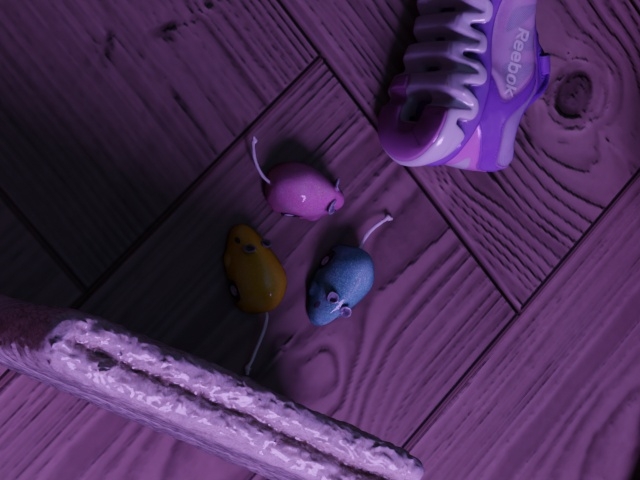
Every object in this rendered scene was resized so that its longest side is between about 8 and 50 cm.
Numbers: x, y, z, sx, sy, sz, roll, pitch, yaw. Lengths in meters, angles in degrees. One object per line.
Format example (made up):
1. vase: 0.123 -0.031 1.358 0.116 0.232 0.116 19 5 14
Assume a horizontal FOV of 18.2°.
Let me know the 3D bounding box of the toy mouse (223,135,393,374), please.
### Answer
1. toy mouse: 0.000 0.000 1.392 0.143 0.031 0.161 -13 94 -31

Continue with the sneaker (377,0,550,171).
1. sneaker: 0.125 -0.151 1.447 0.104 0.095 0.236 24 80 -34

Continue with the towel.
1. towel: -0.083 0.098 1.248 0.282 0.187 0.049 26 79 -28
